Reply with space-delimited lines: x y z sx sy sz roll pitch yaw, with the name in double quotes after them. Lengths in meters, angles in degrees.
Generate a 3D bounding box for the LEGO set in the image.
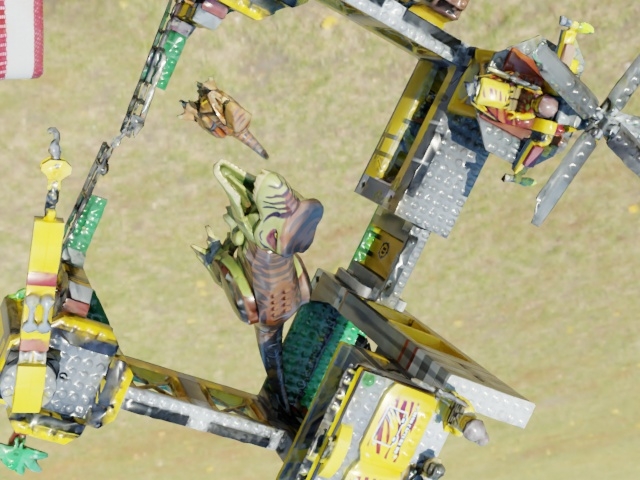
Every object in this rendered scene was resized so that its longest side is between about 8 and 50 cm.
0.000 0.000 0.413 0.255 0.331 0.192 32 -178 -26 "LEGO set"

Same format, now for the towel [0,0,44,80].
-0.376 -0.240 0.721 0.329 0.237 0.037 -8 -158 -37 "towel"
